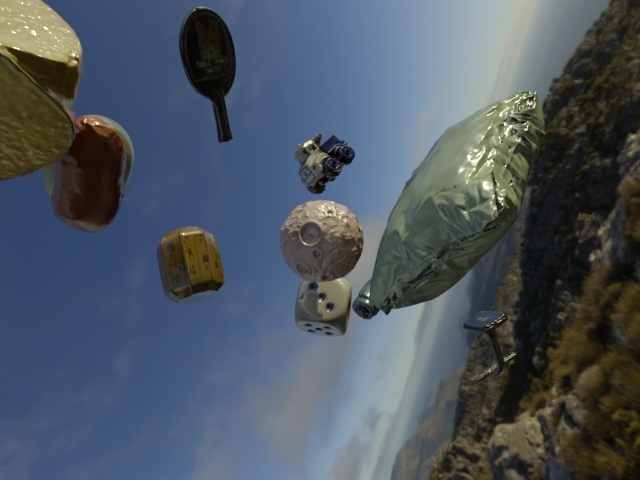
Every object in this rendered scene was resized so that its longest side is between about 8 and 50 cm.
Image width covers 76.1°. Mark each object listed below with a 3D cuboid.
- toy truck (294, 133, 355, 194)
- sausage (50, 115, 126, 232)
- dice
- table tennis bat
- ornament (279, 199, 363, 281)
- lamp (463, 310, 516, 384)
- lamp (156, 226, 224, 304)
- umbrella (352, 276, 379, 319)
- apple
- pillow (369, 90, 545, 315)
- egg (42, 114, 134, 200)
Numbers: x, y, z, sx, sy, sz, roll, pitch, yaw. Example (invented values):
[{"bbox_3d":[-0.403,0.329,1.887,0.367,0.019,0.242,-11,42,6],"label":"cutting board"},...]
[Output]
[{"bbox_3d":[0.001,-0.287,1.446,0.213,0.177,0.161,-48,6,-39],"label":"toy truck"},{"bbox_3d":[-0.462,-0.127,0.821,0.133,0.133,0.258,-44,-18,-57],"label":"sausage"},{"bbox_3d":[0.014,0.246,1.536,0.194,0.192,0.193,74,-155,-61],"label":"dice"},{"bbox_3d":[-0.200,-0.304,0.768,0.150,0.027,0.236,-48,-41,-52],"label":"table tennis bat"},{"bbox_3d":[0.000,0.000,1.240,0.225,0.259,0.259,35,-107,-73],"label":"ornament"},{"bbox_3d":[0.595,0.350,1.373,0.203,0.124,0.283,-27,-66,-26],"label":"lamp"},{"bbox_3d":[-0.344,0.065,1.082,0.161,0.161,0.185,38,-150,-72],"label":"lamp"},{"bbox_3d":[0.139,0.056,0.789,0.250,0.052,0.053,-45,-20,-38],"label":"umbrella"},{"bbox_3d":[-0.479,-0.225,0.495,0.309,0.252,0.314,10,-93,-48],"label":"apple"},{"bbox_3d":[0.199,-0.059,0.596,0.310,0.138,0.283,-58,1,-33],"label":"pillow"},{"bbox_3d":[-0.768,-0.243,1.365,0.352,0.258,0.258,-67,-16,9],"label":"egg"}]
